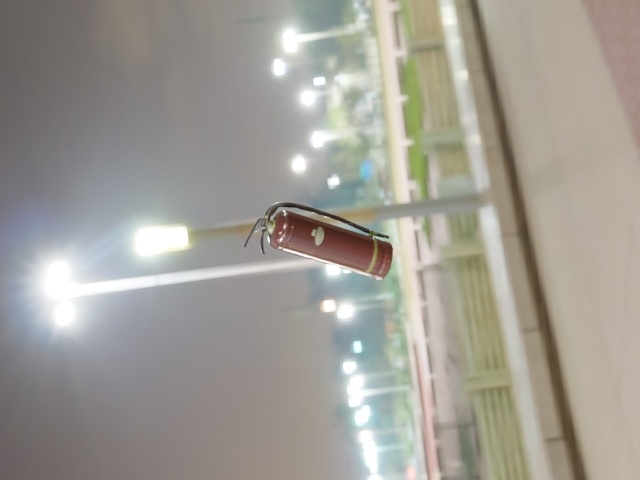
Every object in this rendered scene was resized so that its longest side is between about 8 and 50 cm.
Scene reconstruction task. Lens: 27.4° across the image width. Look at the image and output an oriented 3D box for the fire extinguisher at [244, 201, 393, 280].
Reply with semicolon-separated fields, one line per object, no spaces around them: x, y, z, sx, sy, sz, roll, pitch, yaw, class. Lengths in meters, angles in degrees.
0.000;0.000;1.370;0.043;0.158;0.064;-17;58;65;fire extinguisher
